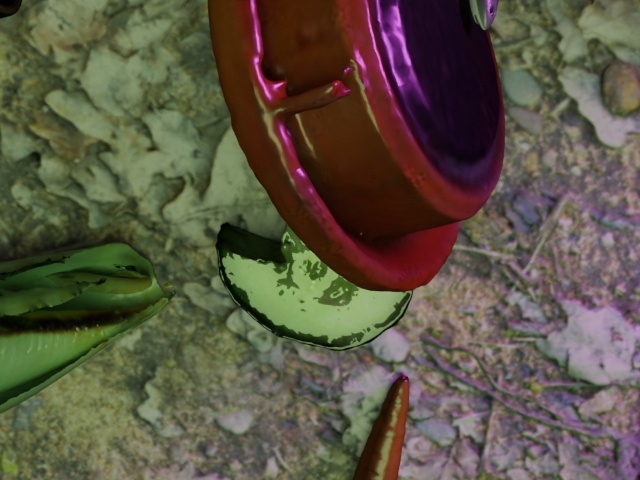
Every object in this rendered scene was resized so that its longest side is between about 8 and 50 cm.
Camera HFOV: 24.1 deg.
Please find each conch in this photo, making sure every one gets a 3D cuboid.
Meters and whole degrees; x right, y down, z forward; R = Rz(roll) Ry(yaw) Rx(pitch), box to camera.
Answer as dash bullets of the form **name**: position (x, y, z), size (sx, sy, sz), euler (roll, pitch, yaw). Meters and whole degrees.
- **conch**: position (-0.277, 0.073, 1.407), size (0.250, 0.137, 0.143), euler (-28, 109, 9)

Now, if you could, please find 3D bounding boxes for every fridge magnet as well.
- **fridge magnet**: position (0.037, -0.137, 1.220), size (0.155, 0.363, 0.364), euler (-15, 113, 28)

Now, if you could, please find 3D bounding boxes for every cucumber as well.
- **cucumber**: position (0.010, 0.002, 1.397), size (0.191, 0.130, 0.191), euler (-1, 108, -4)

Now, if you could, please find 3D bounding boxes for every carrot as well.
- **carrot**: position (0.045, 0.294, 1.547), size (0.069, 0.069, 0.336), euler (14, 107, -7)

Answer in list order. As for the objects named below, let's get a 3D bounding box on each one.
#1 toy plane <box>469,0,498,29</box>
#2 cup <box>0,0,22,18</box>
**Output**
- **toy plane**: position (0.134, -0.281, 1.253), size (0.058, 0.226, 0.226), euler (-26, 151, 33)
- **cup**: position (-0.372, -0.280, 1.285), size (0.177, 0.239, 0.166), euler (-15, 153, 10)
